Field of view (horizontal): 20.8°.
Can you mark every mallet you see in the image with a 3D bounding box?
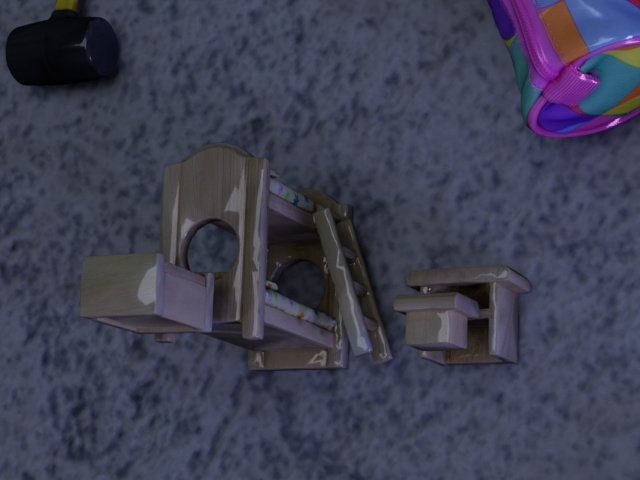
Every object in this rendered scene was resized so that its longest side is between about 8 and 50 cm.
[{"bbox_3d":[-0.139,-0.182,1.046,0.062,0.039,0.189,5,76,26],"label":"mallet"}]

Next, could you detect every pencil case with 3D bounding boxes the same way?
[{"bbox_3d":[0.108,-0.170,0.895,0.104,0.104,0.236,-29,68,16],"label":"pencil case"}]

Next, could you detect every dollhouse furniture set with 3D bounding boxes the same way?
[{"bbox_3d":[0.000,0.000,0.857,0.161,0.182,0.101,-4,77,24],"label":"dollhouse furniture set"}]
